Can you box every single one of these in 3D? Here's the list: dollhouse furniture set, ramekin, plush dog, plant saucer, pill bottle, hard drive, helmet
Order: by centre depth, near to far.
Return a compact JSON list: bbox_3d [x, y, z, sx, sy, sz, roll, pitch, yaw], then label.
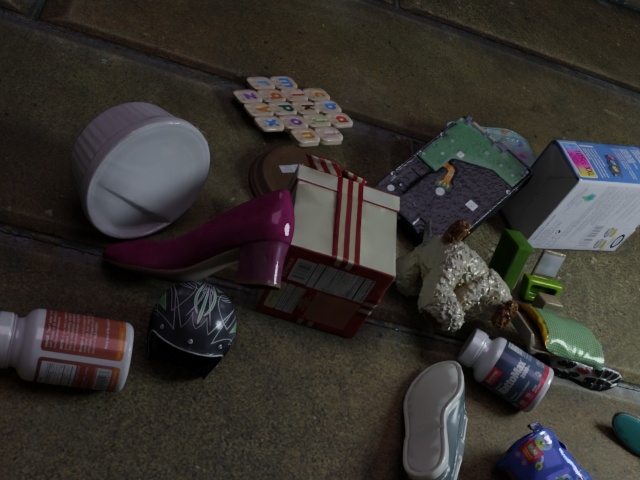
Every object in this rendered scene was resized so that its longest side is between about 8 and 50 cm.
[{"bbox_3d":[-0.428,0.179,1.454,0.216,0.121,0.121,12,44,-18],"label":"pill bottle"},{"bbox_3d":[-0.226,0.152,1.558,0.169,0.162,0.169,15,44,-15],"label":"helmet"},{"bbox_3d":[-0.362,-0.145,1.713,0.272,0.273,0.127,-16,46,-38],"label":"ramekin"},{"bbox_3d":[0.379,0.264,1.820,0.180,0.108,0.108,32,42,5],"label":"pill bottle"},{"bbox_3d":[0.306,0.088,1.861,0.225,0.211,0.262,33,6,-28],"label":"plush dog"},{"bbox_3d":[0.510,0.125,1.927,0.197,0.151,0.301,13,24,-17],"label":"dollhouse furniture set"},{"bbox_3d":[-0.029,-0.126,2.033,0.277,0.041,0.278,14,44,-15],"label":"plant saucer"},{"bbox_3d":[0.318,-0.133,2.121,0.339,0.064,0.237,-40,73,-21],"label":"hard drive"}]

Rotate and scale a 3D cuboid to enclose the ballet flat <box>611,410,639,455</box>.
[{"bbox_3d":[0.709,0.436,1.878,0.206,0.073,0.067,41,16,9],"label":"ballet flat"}]

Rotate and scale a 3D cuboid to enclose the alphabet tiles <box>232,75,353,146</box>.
[{"bbox_3d":[-0.068,-0.325,2.192,0.277,0.021,0.284,-9,46,-35],"label":"alphabet tiles"}]

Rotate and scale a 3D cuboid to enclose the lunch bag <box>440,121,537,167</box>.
[{"bbox_3d":[0.438,-0.212,2.319,0.279,0.108,0.224,7,46,-22],"label":"lunch bag"}]

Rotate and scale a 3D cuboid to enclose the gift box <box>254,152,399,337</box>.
[{"bbox_3d":[0.000,0.000,1.766,0.276,0.255,0.258,22,44,-15],"label":"gift box"}]

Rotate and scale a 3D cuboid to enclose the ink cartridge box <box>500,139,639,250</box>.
[{"bbox_3d":[0.700,-0.106,2.237,0.395,0.270,0.151,3,51,-26],"label":"ink cartridge box"}]

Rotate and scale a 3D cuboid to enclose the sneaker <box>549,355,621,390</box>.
[{"bbox_3d":[0.592,0.278,1.957,0.169,0.068,0.071,22,36,-7],"label":"sneaker"}]

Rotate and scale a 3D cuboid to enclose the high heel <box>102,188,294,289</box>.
[{"bbox_3d":[-0.226,-0.013,1.629,0.377,0.127,0.181,5,78,16],"label":"high heel"}]

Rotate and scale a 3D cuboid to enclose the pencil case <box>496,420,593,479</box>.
[{"bbox_3d":[0.471,0.487,1.642,0.133,0.119,0.306,-33,69,-21],"label":"pencil case"}]

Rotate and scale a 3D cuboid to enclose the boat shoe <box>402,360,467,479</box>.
[{"bbox_3d":[0.224,0.359,1.678,0.099,0.116,0.319,65,25,-26],"label":"boat shoe"}]
